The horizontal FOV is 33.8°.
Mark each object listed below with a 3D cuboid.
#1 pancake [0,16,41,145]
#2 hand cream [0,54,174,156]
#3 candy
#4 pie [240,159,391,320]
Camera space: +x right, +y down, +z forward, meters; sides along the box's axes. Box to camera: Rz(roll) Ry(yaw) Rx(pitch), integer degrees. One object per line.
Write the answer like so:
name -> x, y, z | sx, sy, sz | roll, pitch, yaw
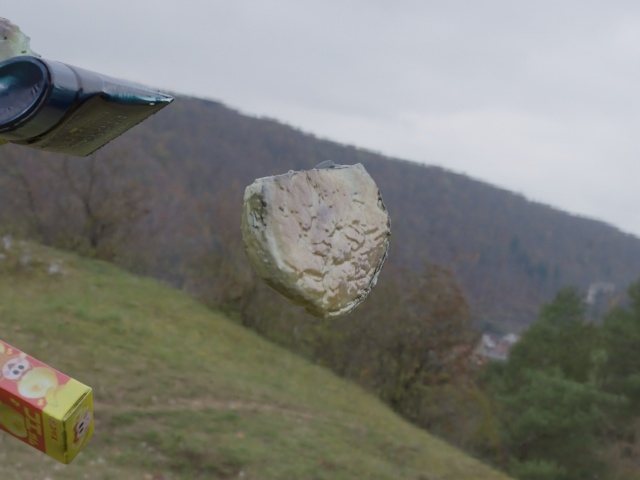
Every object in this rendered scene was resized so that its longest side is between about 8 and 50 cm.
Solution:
pancake -> -0.485, -0.156, 1.069 | 0.427, 0.304, 0.066 | 2, -41, -9
hand cream -> -0.229, -0.121, 0.986 | 0.120, 0.061, 0.270 | -32, -4, 10
candy -> -0.523, 0.258, 1.793 | 0.276, 0.146, 0.088 | 24, 46, 15
pie -> 0.002, -0.001, 1.218 | 0.218, 0.185, 0.052 | -10, -8, -46
